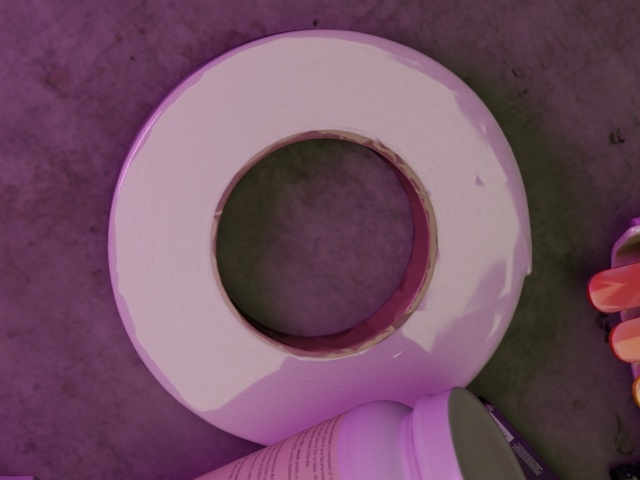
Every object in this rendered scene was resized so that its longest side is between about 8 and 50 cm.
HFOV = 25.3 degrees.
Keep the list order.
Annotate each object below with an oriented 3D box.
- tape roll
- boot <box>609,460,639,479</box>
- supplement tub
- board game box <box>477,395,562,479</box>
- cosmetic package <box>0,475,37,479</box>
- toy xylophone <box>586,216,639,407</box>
[{"bbox_3d":[0.000,0.000,1.309,0.392,0.072,0.392,-1,98,-8],"label":"tape roll"},{"bbox_3d":[0.349,0.259,1.418,0.099,0.045,0.121,-18,99,-8],"label":"boot"},{"bbox_3d":[0.013,0.278,1.222,0.324,0.235,0.235,-26,102,17],"label":"supplement tub"},{"bbox_3d":[0.198,0.346,1.405,0.208,0.056,0.347,-43,102,-5],"label":"board game box"},{"bbox_3d":[-0.444,0.315,1.238,0.384,0.156,0.217,3,95,-9],"label":"cosmetic package"},{"bbox_3d":[0.393,0.115,1.364,0.236,0.081,0.323,-20,89,-8],"label":"toy xylophone"}]
